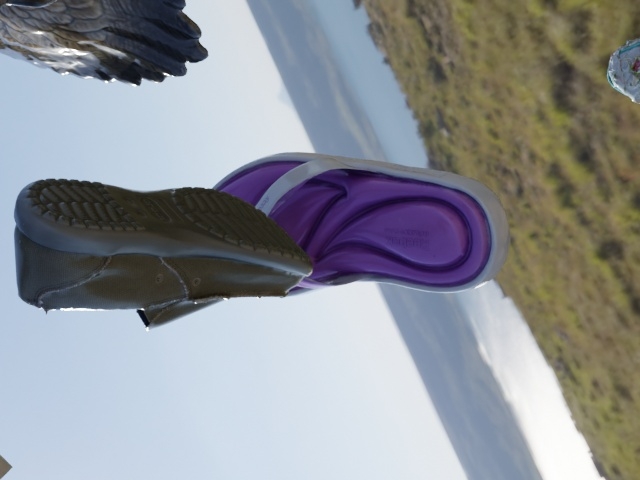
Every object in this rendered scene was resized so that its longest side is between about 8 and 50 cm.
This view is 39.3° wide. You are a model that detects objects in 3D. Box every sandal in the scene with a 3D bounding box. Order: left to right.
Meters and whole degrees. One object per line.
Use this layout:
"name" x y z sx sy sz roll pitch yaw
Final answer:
"sandal" -0.003 -0.015 0.970 0.102 0.417 0.169 -16 -81 -53

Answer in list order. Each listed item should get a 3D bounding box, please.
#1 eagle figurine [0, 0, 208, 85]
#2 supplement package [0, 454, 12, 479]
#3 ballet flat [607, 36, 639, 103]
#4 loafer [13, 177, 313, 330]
"eagle figurine" -0.219 -0.183 0.453 0.298 0.226 0.225 55 144 0
"supplement package" -0.644 0.335 1.345 0.262 0.204 0.145 48 -155 -7
"ballet flat" 0.435 -0.162 1.006 0.077 0.241 0.091 136 148 -57
"loafer" -0.115 0.014 0.663 0.251 0.087 0.094 9 -152 -42
